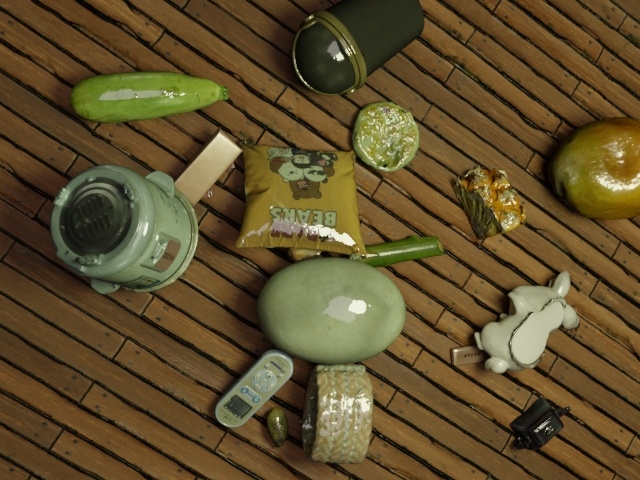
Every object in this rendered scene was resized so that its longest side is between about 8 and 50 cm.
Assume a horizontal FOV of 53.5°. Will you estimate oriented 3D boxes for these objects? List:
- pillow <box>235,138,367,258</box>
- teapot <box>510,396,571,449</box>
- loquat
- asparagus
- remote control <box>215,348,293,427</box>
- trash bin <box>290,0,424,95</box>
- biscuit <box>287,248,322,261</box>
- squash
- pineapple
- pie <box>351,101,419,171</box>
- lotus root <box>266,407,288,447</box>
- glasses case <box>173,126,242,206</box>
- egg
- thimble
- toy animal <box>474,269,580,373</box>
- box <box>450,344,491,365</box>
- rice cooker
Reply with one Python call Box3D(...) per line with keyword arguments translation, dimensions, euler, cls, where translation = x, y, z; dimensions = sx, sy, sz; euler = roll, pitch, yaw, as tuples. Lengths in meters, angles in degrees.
Box3D(translation=(-0.047, -0.105, 1.547), dimensions=(0.310, 0.119, 0.312), euler=(5, 62, -13), cls="pillow")
Box3D(translation=(0.586, 0.494, 1.679), dimensions=(0.177, 0.096, 0.087), euler=(-36, 95, -9), cls="teapot")
Box3D(translation=(0.750, -0.180, 1.659), dimensions=(0.283, 0.276, 0.276), euler=(-24, 93, 8), cls="loquat")
Box3D(translation=(0.194, 0.030, 1.640), dimensions=(0.277, 0.060, 0.067), euler=(-11, 102, -11), cls="asparagus")
Box3D(translation=(-0.161, 0.356, 1.533), dimensions=(0.087, 0.047, 0.244), euler=(40, 103, -16), cls="remote control")
Box3D(translation=(0.079, -0.491, 1.563), dimensions=(0.334, 0.214, 0.214), euler=(-35, 94, -14), cls="trash bin")
Box3D(translation=(0.000, 0.000, 1.597), dimensions=(0.183, 0.061, 0.118), euler=(-14, 59, -16), cls="biscuit")
Box3D(translation=(-0.402, -0.347, 1.515), dimensions=(0.370, 0.118, 0.118), euler=(-7, 89, -13), cls="squash")
Box3D(translation=(0.441, -0.086, 1.651), dimensions=(0.114, 0.186, 0.236), euler=(-19, 49, -6), cls="pineapple")
Box3D(translation=(0.169, -0.271, 1.656), dimensions=(0.186, 0.041, 0.187), euler=(0, 88, -10), cls="pie")
Box3D(translation=(-0.104, 0.463, 1.572), dimensions=(0.049, 0.054, 0.099), euler=(-9, 89, 10), cls="lotus root")
Box3D(translation=(-0.276, -0.174, 1.559), dimensions=(0.102, 0.070, 0.193), euler=(42, 87, -27), cls="glasses case")
Box3D(translation=(0.024, 0.165, 1.499), dimensions=(0.352, 0.258, 0.258), euler=(2, 88, -3), cls="egg")
Box3D(translation=(0.036, 0.419, 1.523), dimensions=(0.148, 0.196, 0.229), euler=(4, 114, -12), cls="thimble")
Box3D(translation=(0.554, 0.214, 1.656), dimensions=(0.325, 0.154, 0.208), euler=(-20, 102, -18), cls="toy animal")
Box3D(translation=(0.403, 0.302, 1.687), dimensions=(0.115, 0.025, 0.048), euler=(-5, 88, -10), cls="box")
Box3D(translation=(-0.426, -0.021, 1.413), dimensions=(0.264, 0.316, 0.317), euler=(25, 83, 17), cls="rice cooker")
